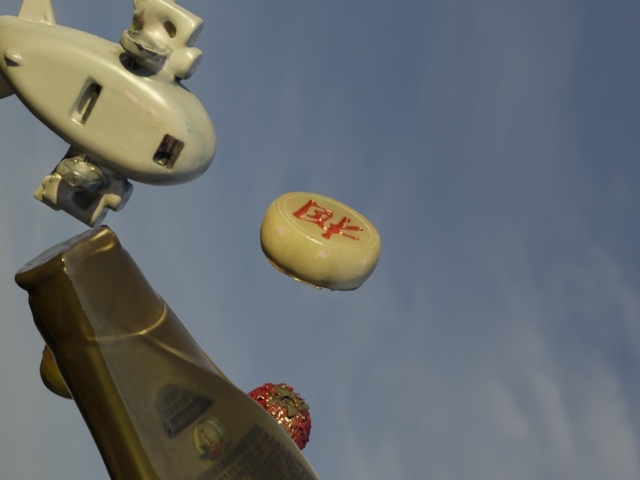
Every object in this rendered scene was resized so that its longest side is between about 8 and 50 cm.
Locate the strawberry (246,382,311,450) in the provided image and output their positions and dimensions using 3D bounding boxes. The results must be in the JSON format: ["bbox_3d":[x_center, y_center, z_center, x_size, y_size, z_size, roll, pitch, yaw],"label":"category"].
[{"bbox_3d":[-0.053,0.193,1.804,0.083,0.096,0.083,47,8,-8],"label":"strawberry"}]

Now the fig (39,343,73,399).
[{"bbox_3d":[-0.224,0.120,1.710,0.088,0.074,0.074,27,-27,2],"label":"fig"}]

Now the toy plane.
[{"bbox_3d":[-0.198,-0.133,1.628,0.117,0.245,0.244,-31,106,-72],"label":"toy plane"}]

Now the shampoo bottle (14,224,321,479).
[{"bbox_3d":[-0.056,0.150,1.028,0.084,0.125,0.350,-24,-77,41],"label":"shampoo bottle"}]

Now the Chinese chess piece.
[{"bbox_3d":[0.000,0.000,1.769,0.122,0.122,0.051,51,-55,48],"label":"Chinese chess piece"}]
